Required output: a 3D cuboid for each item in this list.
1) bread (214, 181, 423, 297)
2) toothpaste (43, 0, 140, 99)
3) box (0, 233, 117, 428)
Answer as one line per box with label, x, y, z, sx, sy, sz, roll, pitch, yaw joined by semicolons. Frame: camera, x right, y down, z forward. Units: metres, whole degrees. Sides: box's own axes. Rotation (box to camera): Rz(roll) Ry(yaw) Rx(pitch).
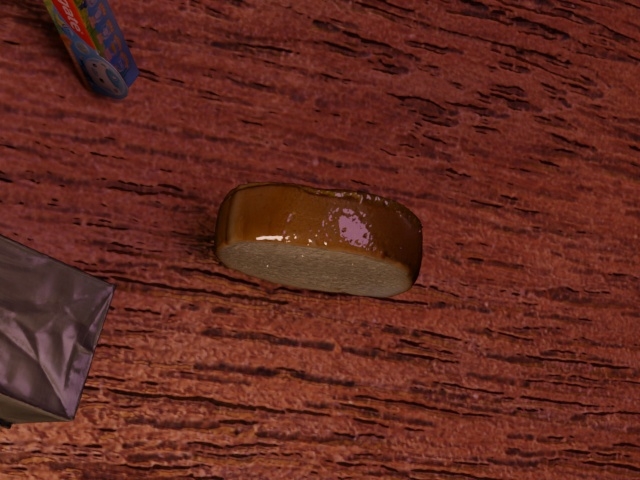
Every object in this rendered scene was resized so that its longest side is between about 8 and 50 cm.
bread;0.000;0.000;1.943;0.236;0.236;0.070;17;72;-33
toothpaste;-0.234;-0.225;1.840;0.044;0.070;0.193;-55;147;-26
box;-0.346;0.075;1.737;0.231;0.149;0.155;27;69;-29
